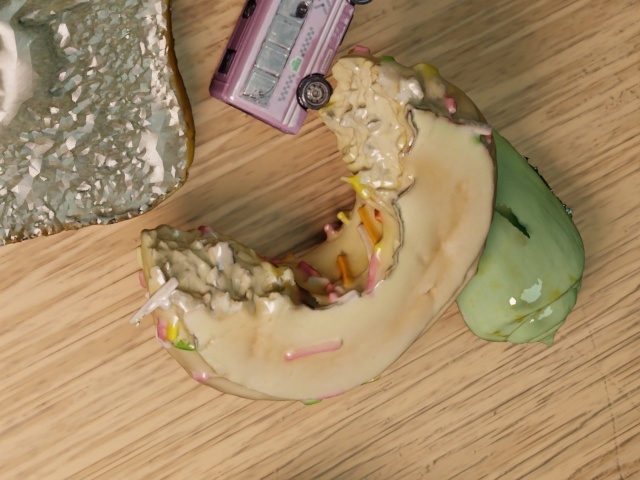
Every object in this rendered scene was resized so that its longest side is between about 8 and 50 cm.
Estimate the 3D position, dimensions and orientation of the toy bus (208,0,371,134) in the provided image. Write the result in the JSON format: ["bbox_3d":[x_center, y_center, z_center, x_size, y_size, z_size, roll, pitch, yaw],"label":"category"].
[{"bbox_3d":[-0.028,-0.210,1.875,0.108,0.096,0.199,23,92,-18],"label":"toy bus"}]

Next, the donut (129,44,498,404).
[{"bbox_3d":[0.009,-0.002,1.838,0.371,0.150,0.307,-43,135,1],"label":"donut"}]

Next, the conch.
[{"bbox_3d":[0.194,-0.010,1.989,0.143,0.137,0.250,-15,83,8],"label":"conch"}]

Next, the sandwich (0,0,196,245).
[{"bbox_3d":[-0.256,-0.150,1.769,0.271,0.099,0.301,-13,109,-14],"label":"sandwich"}]
